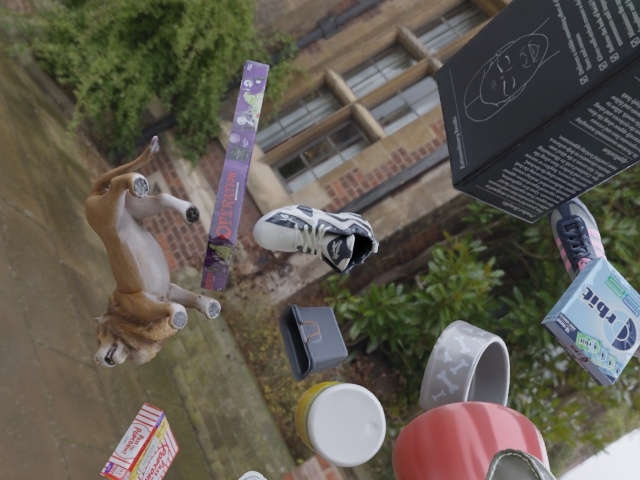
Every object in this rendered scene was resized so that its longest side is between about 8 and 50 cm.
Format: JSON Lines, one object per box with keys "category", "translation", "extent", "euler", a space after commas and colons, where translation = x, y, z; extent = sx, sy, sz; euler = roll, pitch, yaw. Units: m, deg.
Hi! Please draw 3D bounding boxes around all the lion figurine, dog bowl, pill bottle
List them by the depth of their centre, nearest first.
{"category": "pill bottle", "translation": [0.022, 0.285, 0.967], "extent": [0.117, 0.118, 0.208], "euler": [59, -15, 6]}
{"category": "lion figurine", "translation": [-0.306, 0.029, 0.999], "extent": [0.240, 0.142, 0.391], "euler": [4, -74, 36]}
{"category": "dog bowl", "translation": [0.364, 0.376, 1.491], "extent": [0.102, 0.348, 0.348], "euler": [8, -38, 36]}

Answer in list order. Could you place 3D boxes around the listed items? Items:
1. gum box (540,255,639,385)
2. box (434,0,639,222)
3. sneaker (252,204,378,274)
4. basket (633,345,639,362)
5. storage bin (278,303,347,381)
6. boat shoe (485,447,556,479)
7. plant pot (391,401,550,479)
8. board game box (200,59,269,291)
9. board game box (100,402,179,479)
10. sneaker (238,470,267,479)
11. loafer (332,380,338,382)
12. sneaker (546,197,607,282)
{"category": "gum box", "translation": [0.520, 0.147, 1.126], "extent": [0.157, 0.184, 0.041], "euler": [47, -23, 1]}
{"category": "box", "translation": [0.414, -0.264, 1.024], "extent": [0.212, 0.395, 0.293], "euler": [19, 53, -29]}
{"category": "sneaker", "translation": [0.000, 0.000, 1.132], "extent": [0.153, 0.235, 0.094], "euler": [-133, -128, -66]}
{"category": "basket", "translation": [0.886, 0.229, 1.322], "extent": [0.331, 0.266, 0.328], "euler": [51, 1, 25]}
{"category": "storage bin", "translation": [-0.010, 0.181, 1.137], "extent": [0.098, 0.091, 0.135], "euler": [-59, -136, 49]}
{"category": "boat shoe", "translation": [0.218, 0.351, 0.626], "extent": [0.091, 0.109, 0.304], "euler": [52, 30, -36]}
{"category": "plant pot", "translation": [0.264, 0.444, 0.992], "extent": [0.274, 0.275, 0.243], "euler": [60, 15, -26]}
{"category": "board game box", "translation": [-0.147, -0.108, 1.042], "extent": [0.208, 0.056, 0.346], "euler": [110, -12, -63]}
{"category": "board game box", "translation": [-0.345, 0.426, 1.181], "extent": [0.045, 0.146, 0.193], "euler": [18, -37, 13]}
{"category": "sneaker", "translation": [-0.218, 0.628, 1.384], "extent": [0.090, 0.235, 0.094], "euler": [45, -46, 29]}
{"category": "loafer", "translation": [0.032, 0.372, 1.373], "extent": [0.039, 0.045, 0.125], "euler": [50, 27, -18]}
{"category": "sneaker", "translation": [0.671, 0.029, 1.549], "extent": [0.318, 0.112, 0.131], "euler": [65, 20, -3]}
